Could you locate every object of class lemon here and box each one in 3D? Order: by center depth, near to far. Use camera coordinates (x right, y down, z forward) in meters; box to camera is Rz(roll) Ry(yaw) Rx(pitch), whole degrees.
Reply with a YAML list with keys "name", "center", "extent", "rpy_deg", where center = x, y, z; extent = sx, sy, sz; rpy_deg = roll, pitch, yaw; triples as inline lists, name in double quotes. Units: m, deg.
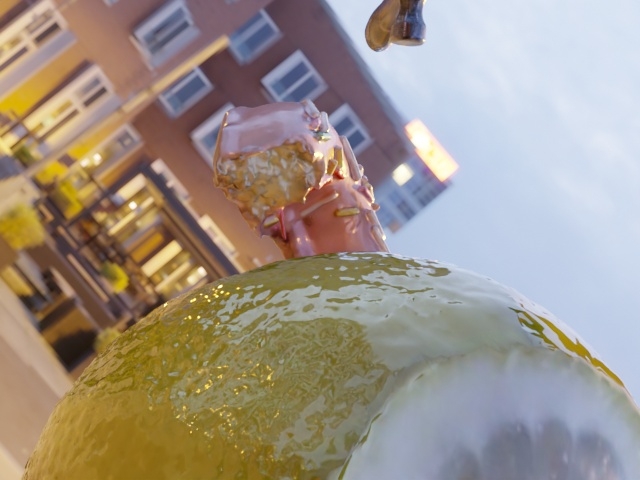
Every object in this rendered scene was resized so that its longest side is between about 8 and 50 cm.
- name: "lemon"
  center: [-0.003, 0.121, 0.432]
  extent: [0.219, 0.240, 0.240]
  rpy_deg: [1, -46, 51]

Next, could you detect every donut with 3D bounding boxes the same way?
- name: "donut"
  center: [0.000, 0.000, 0.847]
  extent: [0.199, 0.085, 0.233]
  rpy_deg: [-50, 120, -75]

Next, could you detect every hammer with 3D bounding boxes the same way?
- name: "hammer"
  center: [0.075, -0.241, 1.114]
  extent: [0.037, 0.137, 0.290]
  rpy_deg: [6, -1, -3]
